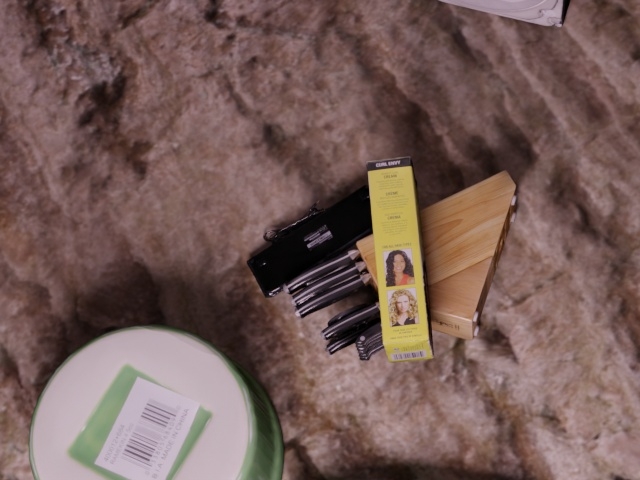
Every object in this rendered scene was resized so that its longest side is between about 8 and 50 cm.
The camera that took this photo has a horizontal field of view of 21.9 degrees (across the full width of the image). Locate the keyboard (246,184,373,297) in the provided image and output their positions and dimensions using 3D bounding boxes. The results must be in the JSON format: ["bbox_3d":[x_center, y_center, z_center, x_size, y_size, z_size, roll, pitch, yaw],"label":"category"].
[{"bbox_3d":[0.000,0.000,2.104,0.192,0.038,0.100,-32,47,2],"label":"keyboard"}]

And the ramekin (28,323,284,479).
[{"bbox_3d":[-0.202,0.246,1.979,0.303,0.148,0.303,-2,69,5],"label":"ramekin"}]

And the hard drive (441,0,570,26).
[{"bbox_3d":[0.160,-0.386,2.134,0.339,0.237,0.064,16,72,10],"label":"hard drive"}]

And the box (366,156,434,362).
[{"bbox_3d":[0.096,0.023,1.974,0.058,0.087,0.232,-7,70,5],"label":"box"}]

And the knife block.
[{"bbox_3d":[0.097,0.022,2.066,0.242,0.088,0.275,17,73,11],"label":"knife block"}]
